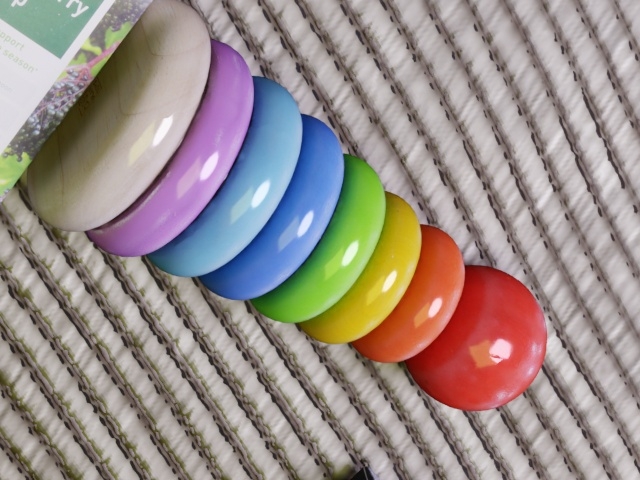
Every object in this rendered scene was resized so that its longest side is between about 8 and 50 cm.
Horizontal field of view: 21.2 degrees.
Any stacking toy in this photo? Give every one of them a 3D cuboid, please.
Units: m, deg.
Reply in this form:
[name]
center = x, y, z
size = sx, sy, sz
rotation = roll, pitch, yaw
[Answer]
[stacking toy]
center = 0.000, 0.000, 0.991
size = 0.330, 0.141, 0.141
rotation = 32, 104, -28

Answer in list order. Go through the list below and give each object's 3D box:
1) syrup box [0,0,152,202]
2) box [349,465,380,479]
[syrup box]
center = -0.165, -0.120, 0.915
size = 0.093, 0.096, 0.237
rotation = 34, 104, -21
[box]
center = 0.006, 0.299, 1.086
size = 0.247, 0.163, 0.142
rotation = -44, 118, 9
